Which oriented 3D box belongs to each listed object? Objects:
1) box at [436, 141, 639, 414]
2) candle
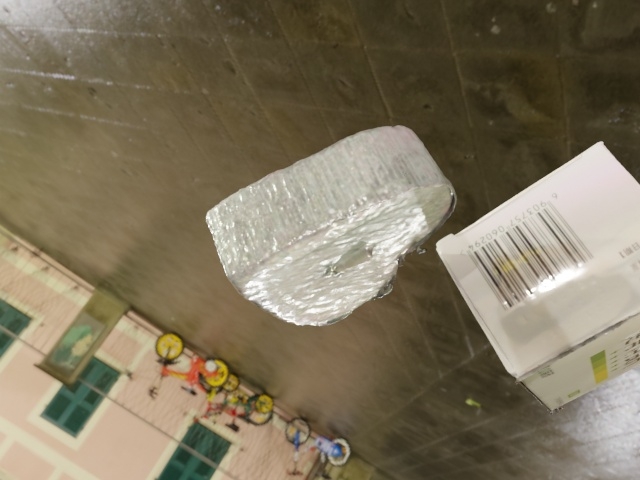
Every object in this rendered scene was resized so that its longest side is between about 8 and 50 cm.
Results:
[{"bbox_3d":[0.260,0.065,0.653,0.333,0.173,0.145,39,-158,-59],"label":"box"},{"bbox_3d":[0.000,0.000,0.479,0.192,0.168,0.068,-55,50,44],"label":"candle"}]
